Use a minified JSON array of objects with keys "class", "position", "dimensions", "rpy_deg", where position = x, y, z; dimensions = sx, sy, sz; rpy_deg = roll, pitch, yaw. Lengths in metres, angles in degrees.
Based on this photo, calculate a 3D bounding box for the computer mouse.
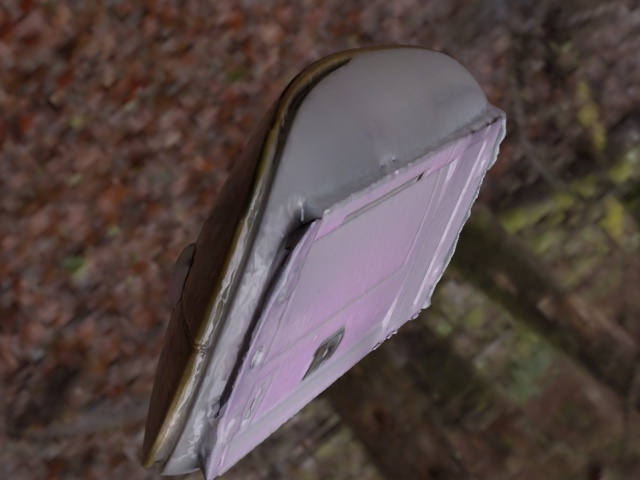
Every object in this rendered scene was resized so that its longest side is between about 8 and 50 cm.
[{"class":"computer mouse","position":[0.000,0.000,0.592],"dimensions":[0.245,0.056,0.126],"rpy_deg":[-34,148,-65]}]
